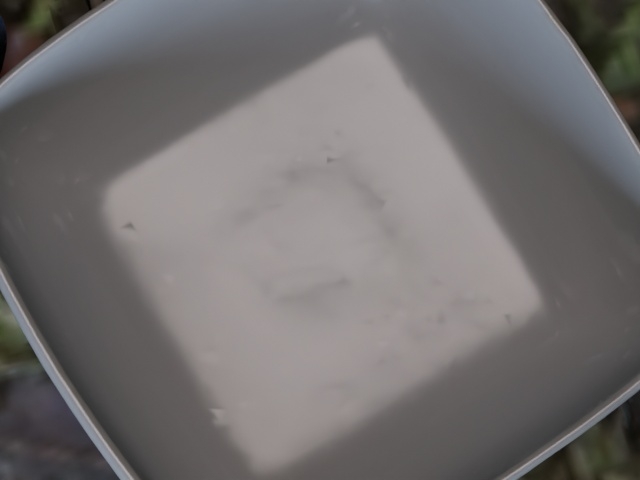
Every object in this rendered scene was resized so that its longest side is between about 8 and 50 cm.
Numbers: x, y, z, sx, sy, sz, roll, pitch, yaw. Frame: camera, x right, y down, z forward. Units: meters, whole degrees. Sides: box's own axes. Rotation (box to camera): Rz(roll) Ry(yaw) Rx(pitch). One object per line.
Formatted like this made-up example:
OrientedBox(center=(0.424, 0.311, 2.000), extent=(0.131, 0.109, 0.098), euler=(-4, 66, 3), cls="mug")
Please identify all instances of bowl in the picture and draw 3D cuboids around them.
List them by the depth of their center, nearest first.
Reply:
OrientedBox(center=(0.000, 0.000, 0.469), extent=(0.142, 0.053, 0.142), euler=(-32, 83, -10), cls="bowl")

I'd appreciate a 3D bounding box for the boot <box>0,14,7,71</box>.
OrientedBox(center=(-0.186, -0.020, 0.463), extent=(0.219, 0.082, 0.106), euler=(-34, 60, -6), cls="boot")
